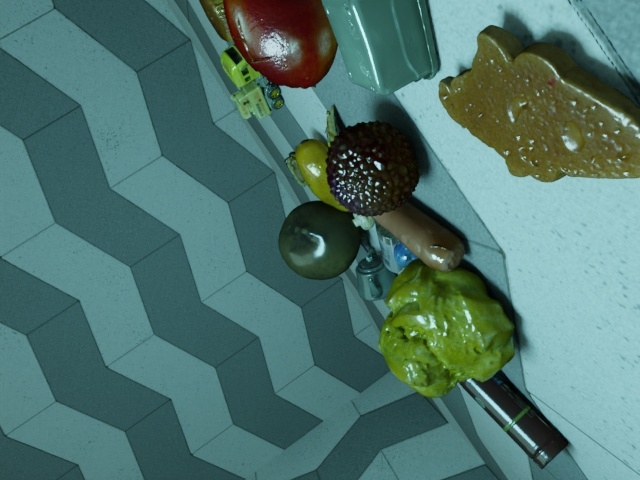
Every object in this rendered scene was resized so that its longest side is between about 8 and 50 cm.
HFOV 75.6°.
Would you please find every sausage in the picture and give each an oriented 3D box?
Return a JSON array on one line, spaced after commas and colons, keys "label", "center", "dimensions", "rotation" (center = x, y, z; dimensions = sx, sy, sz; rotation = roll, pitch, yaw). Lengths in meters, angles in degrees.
[{"label": "sausage", "center": [0.169, -0.071, 0.965], "dimensions": [0.419, 0.094, 0.094], "rotation": [51, 133, 44]}]

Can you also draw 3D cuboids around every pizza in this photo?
[{"label": "pizza", "center": [0.033, -0.256, 1.069], "dimensions": [0.176, 0.036, 0.185], "rotation": [77, -175, -47]}]

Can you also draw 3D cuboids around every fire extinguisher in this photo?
[{"label": "fire extinguisher", "center": [0.491, 0.440, 1.127], "dimensions": [0.341, 0.105, 0.141], "rotation": [47, 168, 38]}]

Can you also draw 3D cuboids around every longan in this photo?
[{"label": "longan", "center": [0.000, 0.000, 1.524], "dimensions": [0.319, 0.319, 0.319], "rotation": [54, 174, 9]}]

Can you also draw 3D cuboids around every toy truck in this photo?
[{"label": "toy truck", "center": [-0.236, -0.524, 1.379], "dimensions": [0.124, 0.157, 0.272], "rotation": [53, 174, 25]}]

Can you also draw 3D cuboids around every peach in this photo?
[{"label": "peach", "center": [-0.065, -0.380, 0.727], "dimensions": [0.226, 0.196, 0.190], "rotation": [61, -155, -28]}]

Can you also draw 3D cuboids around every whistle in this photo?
[{"label": "whistle", "center": [0.239, 0.045, 1.087], "dimensions": [0.090, 0.090, 0.158], "rotation": [49, 171, 45]}]

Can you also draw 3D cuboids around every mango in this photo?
[{"label": "mango", "center": [0.008, -0.205, 1.361], "dimensions": [0.177, 0.120, 0.295], "rotation": [49, 171, 48]}]

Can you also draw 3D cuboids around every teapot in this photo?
[{"label": "teapot", "center": [0.198, 0.113, 1.534], "dimensions": [0.239, 0.162, 0.149], "rotation": [-72, -37, -60]}]

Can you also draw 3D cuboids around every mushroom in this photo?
[{"label": "mushroom", "center": [0.137, -0.071, 1.329], "dimensions": [0.083, 0.067, 0.083], "rotation": [57, -179, -1]}]

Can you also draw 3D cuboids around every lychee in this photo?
[{"label": "lychee", "center": [0.091, -0.140, 0.787], "dimensions": [0.188, 0.188, 0.188], "rotation": [54, 174, 9]}]

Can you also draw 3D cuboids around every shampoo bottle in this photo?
[{"label": "shampoo bottle", "center": [0.213, 0.018, 1.265], "dimensions": [0.086, 0.056, 0.227], "rotation": [54, 174, 33]}]

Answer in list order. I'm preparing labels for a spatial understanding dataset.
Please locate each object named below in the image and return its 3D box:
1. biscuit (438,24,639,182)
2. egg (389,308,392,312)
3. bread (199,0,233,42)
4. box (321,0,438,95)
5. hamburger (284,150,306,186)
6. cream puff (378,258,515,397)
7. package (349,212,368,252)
[{"label": "biscuit", "center": [0.228, -0.135, 0.438], "dimensions": [0.280, 0.043, 0.183], "rotation": [41, 168, 50]}, {"label": "egg", "center": [0.295, 0.223, 1.371], "dimensions": [0.132, 0.132, 0.172], "rotation": [83, 164, -77]}, {"label": "bread", "center": [-0.290, -0.685, 1.202], "dimensions": [0.199, 0.104, 0.199], "rotation": [57, 174, 9]}, {"label": "box", "center": [0.077, -0.284, 0.559], "dimensions": [0.124, 0.093, 0.172], "rotation": [48, 170, 51]}, {"label": "hamburger", "center": [-0.096, -0.323, 1.752], "dimensions": [0.176, 0.087, 0.102], "rotation": [51, -169, -44]}, {"label": "cream puff", "center": [0.252, 0.190, 0.939], "dimensions": [0.274, 0.269, 0.323], "rotation": [63, 170, -18]}, {"label": "package", "center": [0.140, -0.045, 1.623], "dimensions": [0.171, 0.027, 0.173], "rotation": [53, 168, 25]}]
